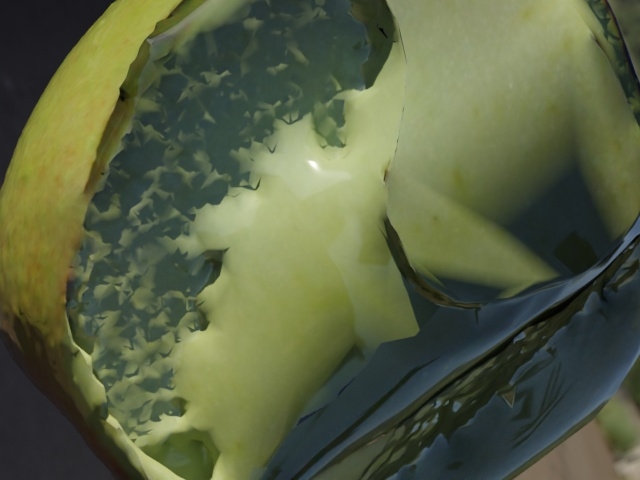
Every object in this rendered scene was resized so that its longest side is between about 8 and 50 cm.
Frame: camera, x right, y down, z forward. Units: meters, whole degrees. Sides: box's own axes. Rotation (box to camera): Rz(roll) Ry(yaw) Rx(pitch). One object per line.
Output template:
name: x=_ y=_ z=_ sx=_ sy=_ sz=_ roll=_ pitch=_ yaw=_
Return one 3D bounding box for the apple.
apple: x=0.000 y=0.000 z=0.564 sx=0.174 sy=0.188 sz=0.207 roll=47 pitch=-16 yaw=43
